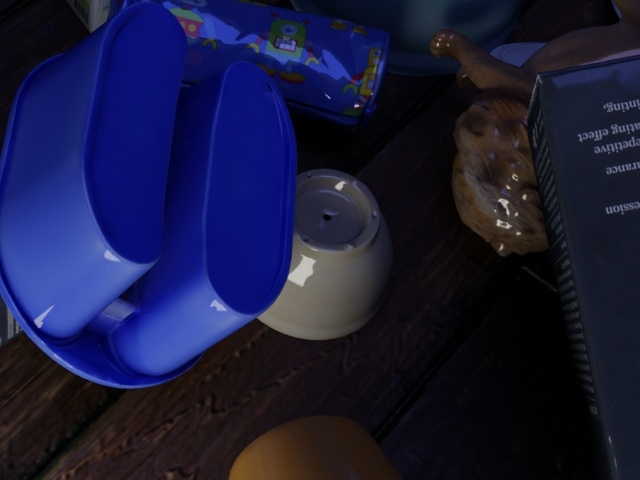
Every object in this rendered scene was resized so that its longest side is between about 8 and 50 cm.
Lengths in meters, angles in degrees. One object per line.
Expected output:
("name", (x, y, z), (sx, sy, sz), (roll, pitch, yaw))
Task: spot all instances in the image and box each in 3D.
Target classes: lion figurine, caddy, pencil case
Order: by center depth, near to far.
("caddy", (-0.160, -0.039, 1.076), (0.241, 0.179, 0.341), (30, 48, -34))
("lion figurine", (0.274, -0.171, 1.242), (0.392, 0.142, 0.240), (-40, 53, 3))
("pencil case", (-0.081, -0.187, 1.260), (0.306, 0.119, 0.133), (10, 59, -7))

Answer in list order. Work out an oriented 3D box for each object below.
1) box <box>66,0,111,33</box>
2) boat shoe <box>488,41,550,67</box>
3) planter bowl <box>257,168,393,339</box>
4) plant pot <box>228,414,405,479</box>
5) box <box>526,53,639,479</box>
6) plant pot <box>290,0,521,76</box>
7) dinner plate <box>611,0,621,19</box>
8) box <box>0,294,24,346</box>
("box", (-0.191, -0.330, 1.339), (0.203, 0.103, 0.114), (-27, 67, -27))
("boat shoe", (0.317, -0.194, 1.376), (0.267, 0.088, 0.096), (9, 56, -7))
("planter bowl", (0.000, 0.000, 1.163), (0.162, 0.109, 0.162), (6, 57, -10))
("plant pot", (0.010, 0.251, 0.962), (0.205, 0.205, 0.188), (-7, 43, -17))
("box", (0.356, 0.040, 1.023), (0.293, 0.212, 0.396), (-10, 83, 6))
("plant pot", (0.117, -0.362, 1.375), (0.293, 0.196, 0.293), (6, 56, -9))
("dinner plate", (0.418, -0.280, 1.482), (0.141, 0.017, 0.141), (14, 55, -21))
("box", (-0.359, 0.040, 1.063), (0.158, 0.093, 0.156), (-34, 71, -30))
